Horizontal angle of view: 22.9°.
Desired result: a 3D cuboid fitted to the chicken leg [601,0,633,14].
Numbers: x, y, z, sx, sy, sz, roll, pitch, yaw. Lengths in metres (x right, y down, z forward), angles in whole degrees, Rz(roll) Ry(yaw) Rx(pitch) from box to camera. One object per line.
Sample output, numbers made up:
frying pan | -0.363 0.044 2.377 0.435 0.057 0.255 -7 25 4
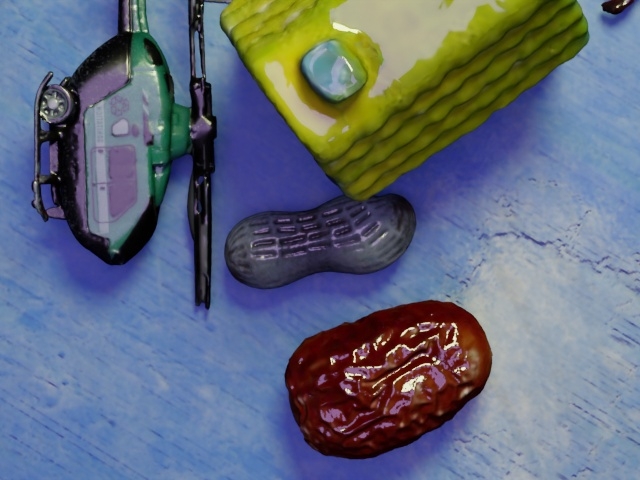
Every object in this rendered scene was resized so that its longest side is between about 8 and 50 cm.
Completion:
chicken leg | 0.311 -0.263 1.305 0.322 0.083 0.177 15 105 17

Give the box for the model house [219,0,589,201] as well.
model house | 0.061 -0.163 1.235 0.237 0.303 0.215 -36 97 4

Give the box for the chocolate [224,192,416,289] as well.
chocolate | 0.000 0.000 1.351 0.167 0.072 0.072 -10 90 3

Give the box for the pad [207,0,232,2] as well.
pad | -0.010 -0.285 1.380 0.245 0.006 0.170 6 91 4

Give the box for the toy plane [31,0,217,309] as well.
toy plane | -0.160 -0.130 1.347 0.155 0.106 0.382 0 91 -1

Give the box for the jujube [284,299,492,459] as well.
jujube | 0.059 0.115 1.332 0.176 0.109 0.112 -21 124 1
